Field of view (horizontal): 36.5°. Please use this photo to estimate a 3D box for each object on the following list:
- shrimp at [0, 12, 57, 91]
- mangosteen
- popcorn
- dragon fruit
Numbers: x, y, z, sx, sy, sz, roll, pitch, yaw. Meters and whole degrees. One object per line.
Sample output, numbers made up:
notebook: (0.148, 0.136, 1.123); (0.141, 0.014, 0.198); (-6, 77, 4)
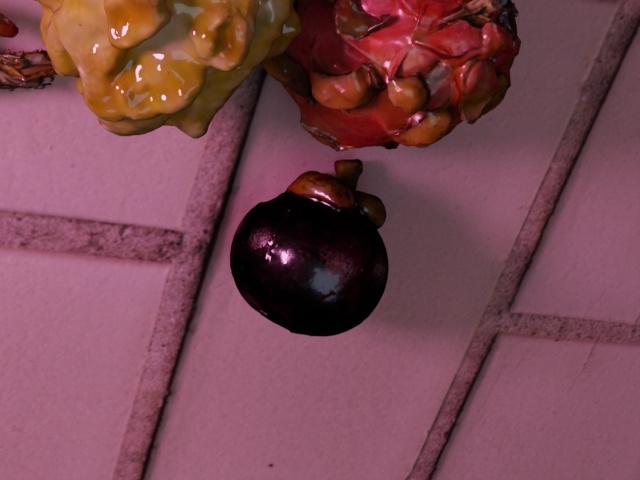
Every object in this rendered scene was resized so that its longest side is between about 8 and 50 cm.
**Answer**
shrimp: (-0.392, -0.216, 1.062); (0.236, 0.053, 0.133); (5, 127, -25)
mangosteen: (0.000, 0.000, 1.262); (0.211, 0.211, 0.250); (36, 74, -32)
popcorn: (-0.164, -0.257, 0.985); (0.312, 0.312, 0.312); (-9, 122, -14)
dragon fruit: (0.084, -0.222, 1.105); (0.314, 0.263, 0.296); (30, 107, -31)
